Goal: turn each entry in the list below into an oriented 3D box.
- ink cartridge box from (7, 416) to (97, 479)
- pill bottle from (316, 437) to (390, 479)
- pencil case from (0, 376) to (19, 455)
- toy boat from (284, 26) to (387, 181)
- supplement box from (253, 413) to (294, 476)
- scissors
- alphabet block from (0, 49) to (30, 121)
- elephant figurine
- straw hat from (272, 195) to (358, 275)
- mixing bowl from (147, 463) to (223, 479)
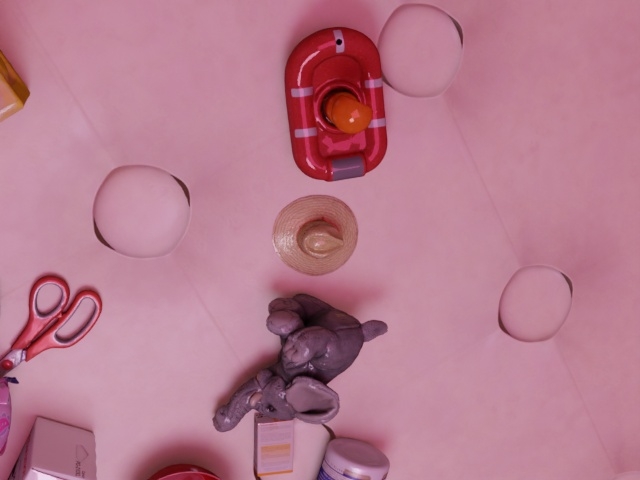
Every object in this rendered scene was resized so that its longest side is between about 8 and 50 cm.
[{"bbox_3d":[-0.428,0.410,1.272,0.100,0.172,0.237,24,97,-20],"label":"ink cartridge box"},{"bbox_3d":[0.039,0.443,1.446,0.112,0.112,0.186,14,100,-19],"label":"pill bottle"},{"bbox_3d":[-0.582,0.244,1.203,0.284,0.124,0.124,3,104,-10],"label":"pencil case"},{"bbox_3d":[0.033,-0.195,1.255,0.151,0.151,0.231,-11,107,-13],"label":"toy boat"},{"bbox_3d":[-0.079,0.339,1.425,0.062,0.036,0.098,-2,105,-15],"label":"supplement box"},{"bbox_3d":[-0.451,0.181,1.286,0.109,0.021,0.297,38,91,-21],"label":"scissors"},{"bbox_3d":[-0.509,-0.206,1.079,0.197,0.192,0.193,-34,112,-6],"label":"alphabet block"},{"bbox_3d":[-0.037,0.217,1.362,0.169,0.186,0.239,-19,130,-56],"label":"elephant figurine"},{"bbox_3d":[0.000,0.000,1.345,0.145,0.061,0.144,-4,105,-15],"label":"straw hat"},{"bbox_3d":[-0.225,0.431,1.375,0.182,0.098,0.181,-4,104,-15],"label":"mixing bowl"}]
